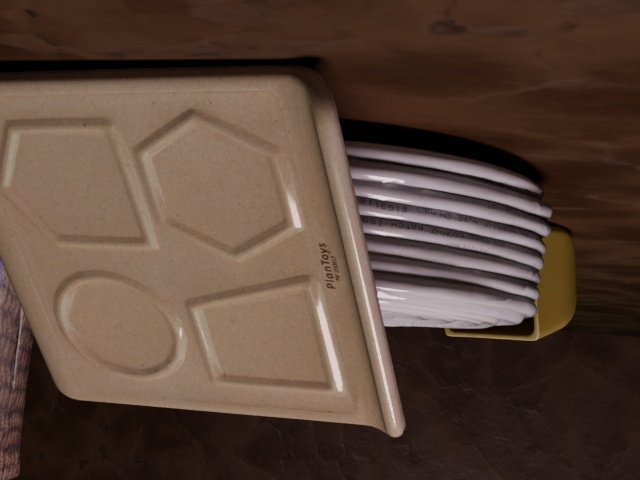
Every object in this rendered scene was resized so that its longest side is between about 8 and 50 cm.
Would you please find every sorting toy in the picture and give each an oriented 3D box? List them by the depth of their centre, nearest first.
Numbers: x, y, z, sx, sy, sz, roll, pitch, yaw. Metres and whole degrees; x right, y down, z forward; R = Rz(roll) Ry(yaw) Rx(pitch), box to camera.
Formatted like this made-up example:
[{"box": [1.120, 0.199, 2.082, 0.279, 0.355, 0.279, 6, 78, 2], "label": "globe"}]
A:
[{"box": [-0.067, 0.003, 0.564, 0.208, 0.193, 0.038, 5, -142, 25], "label": "sorting toy"}]

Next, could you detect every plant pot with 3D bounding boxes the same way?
[{"box": [0.146, 0.027, 0.895, 0.081, 0.081, 0.083, 0, -178, 42], "label": "plant pot"}]

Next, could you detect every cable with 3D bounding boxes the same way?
[{"box": [0.000, 0.000, 0.697, 0.257, 0.089, 0.257, 4, 174, 13], "label": "cable"}]

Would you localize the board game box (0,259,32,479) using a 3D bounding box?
[{"box": [-0.380, 0.063, 0.955, 0.291, 0.232, 0.141, 5, 174, -1], "label": "board game box"}]
